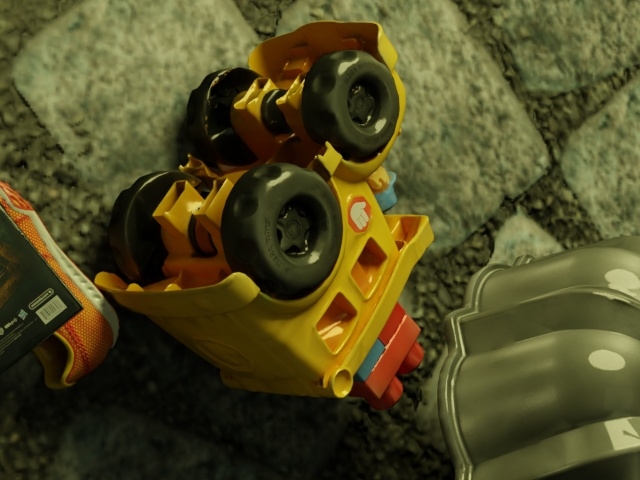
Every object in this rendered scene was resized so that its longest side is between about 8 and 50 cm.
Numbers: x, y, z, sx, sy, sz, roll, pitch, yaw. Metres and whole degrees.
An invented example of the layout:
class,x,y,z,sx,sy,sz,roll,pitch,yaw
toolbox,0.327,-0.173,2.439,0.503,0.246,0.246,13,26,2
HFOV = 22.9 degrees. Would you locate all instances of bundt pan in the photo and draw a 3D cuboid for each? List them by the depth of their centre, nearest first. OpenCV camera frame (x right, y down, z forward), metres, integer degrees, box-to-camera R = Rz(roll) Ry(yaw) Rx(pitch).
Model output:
class,x,y,z,sx,sy,sz,roll,pitch,yaw
bundt pan,0.223,0.140,1.010,0.330,0.124,0.331,30,45,-37

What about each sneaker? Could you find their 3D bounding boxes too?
class,x,y,z,sx,sy,sz,roll,pitch,yaw
sneaker,-0.191,0.016,0.938,0.175,0.064,0.067,49,60,-14

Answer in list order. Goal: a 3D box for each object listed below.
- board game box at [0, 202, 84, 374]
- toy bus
class,x,y,z,sx,sy,sz,roll,pitch,yaw
board game box,-0.245,0.047,0.890,0.186,0.026,0.126,-39,102,-7
toy bus,0.000,0.000,1.012,0.211,0.149,0.220,46,61,-30
